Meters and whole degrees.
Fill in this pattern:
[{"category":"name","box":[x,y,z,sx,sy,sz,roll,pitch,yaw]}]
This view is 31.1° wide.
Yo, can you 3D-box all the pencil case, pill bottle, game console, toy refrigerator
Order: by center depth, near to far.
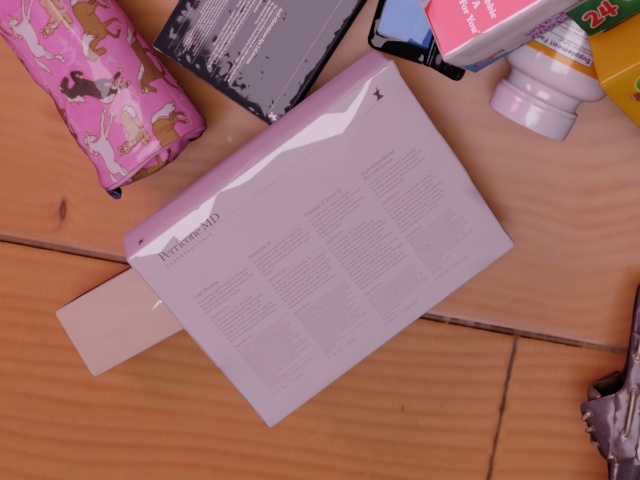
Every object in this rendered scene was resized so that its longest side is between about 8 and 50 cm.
[{"category":"pill bottle","box":[0.295,-0.245,1.322,0.136,0.136,0.246,26,106,0]},{"category":"game console","box":[0.132,-0.278,1.366,0.085,0.124,0.144,9,108,-23]},{"category":"pencil case","box":[-0.305,-0.245,1.389,0.167,0.160,0.386,-32,99,28]},{"category":"toy refrigerator","box":[-0.197,0.063,1.494,0.269,0.094,0.102,-29,96,12]}]

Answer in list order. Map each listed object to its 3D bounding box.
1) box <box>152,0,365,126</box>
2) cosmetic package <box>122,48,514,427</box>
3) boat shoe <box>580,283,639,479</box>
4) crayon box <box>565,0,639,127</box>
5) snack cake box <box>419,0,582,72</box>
[{"category":"box","box":[-0.049,-0.293,1.371,0.184,0.103,0.261,35,108,1]},{"category":"cosmetic package","box":[0.000,0.000,1.373,0.377,0.097,0.284,-36,115,0]},{"category":"boat shoe","box":[0.395,0.214,1.449,0.130,0.132,0.355,20,98,12]},{"category":"crayon box","box":[0.432,-0.185,1.238,0.202,0.081,0.318,-29,135,32]},{"category":"snack cake box","box":[0.169,-0.341,1.271,0.152,0.089,0.264,-27,75,28]}]
